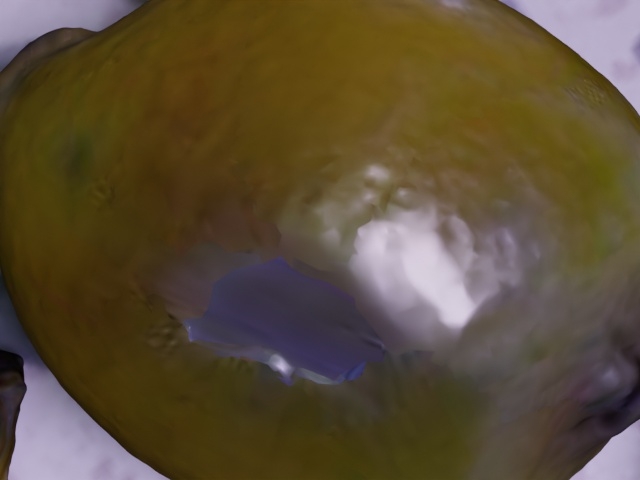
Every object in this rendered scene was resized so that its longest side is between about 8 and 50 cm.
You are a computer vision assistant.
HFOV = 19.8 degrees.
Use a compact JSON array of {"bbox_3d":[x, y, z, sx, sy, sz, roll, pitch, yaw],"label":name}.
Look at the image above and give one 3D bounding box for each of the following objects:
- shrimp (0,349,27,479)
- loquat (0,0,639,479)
[{"bbox_3d":[-0.147,0.065,0.501,0.145,0.059,0.254,37,82,-5],"label":"shrimp"},{"bbox_3d":[0.000,0.000,0.482,0.195,0.152,0.152,22,82,14],"label":"loquat"}]
